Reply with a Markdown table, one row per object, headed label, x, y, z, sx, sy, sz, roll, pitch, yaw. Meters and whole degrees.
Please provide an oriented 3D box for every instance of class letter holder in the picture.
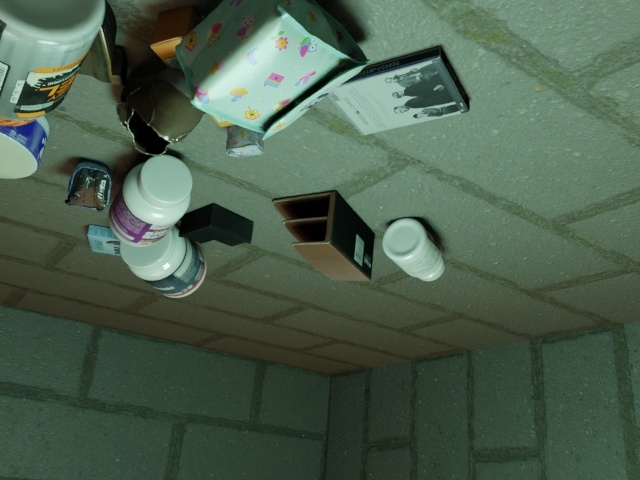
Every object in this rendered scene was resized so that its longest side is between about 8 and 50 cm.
| label | x | y | z | sx | sy | sz | roll | pitch | yaw |
| --- | --- | --- | --- | --- | --- | --- | --- | --- | --- |
| letter holder | 0.000 | 0.000 | 1.755 | 0.214 | 0.152 | 0.302 | -4 | 156 | 25 |

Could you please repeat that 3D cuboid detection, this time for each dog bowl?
| label | x | y | z | sx | sy | sz | roll | pitch | yaw |
| --- | --- | --- | --- | --- | --- | --- | --- | --- | --- |
| dog bowl | -0.759 | -0.245 | 1.380 | 0.264 | 0.104 | 0.265 | 4 | 158 | 2 |

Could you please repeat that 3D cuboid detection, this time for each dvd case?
| label | x | y | z | sx | sy | sz | roll | pitch | yaw |
| --- | --- | --- | --- | --- | --- | --- | --- | --- | --- |
| dvd case | 0.149 | -0.282 | 1.201 | 0.238 | 0.030 | 0.179 | -7 | 155 | 28 |

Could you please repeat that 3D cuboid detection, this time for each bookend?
| label | x | y | z | sx | sy | sz | roll | pitch | yaw |
| --- | --- | --- | --- | --- | --- | --- | --- | --- | --- |
| bookend | -0.310 | -0.034 | 1.835 | 0.156 | 0.072 | 0.157 | -15 | 151 | 41 |

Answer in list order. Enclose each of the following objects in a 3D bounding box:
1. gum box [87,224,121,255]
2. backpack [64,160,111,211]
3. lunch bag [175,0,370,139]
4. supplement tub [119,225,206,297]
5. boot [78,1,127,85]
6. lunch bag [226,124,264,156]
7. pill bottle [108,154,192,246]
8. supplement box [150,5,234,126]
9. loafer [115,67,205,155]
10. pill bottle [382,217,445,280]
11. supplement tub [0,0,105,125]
| label | x | y | z | sx | sy | sz | roll | pitch | yaw |
| --- | --- | --- | --- | --- | --- | --- | --- | --- | --- |
| gum box | -0.670 | 0.008 | 2.051 | 0.184 | 0.041 | 0.157 | 10 | 157 | -10 |
| backpack | -0.594 | -0.147 | 1.591 | 0.105 | 0.084 | 0.114 | 12 | 116 | -21 |
| lunch bag | -0.067 | -0.290 | 1.025 | 0.223 | 0.160 | 0.262 | -34 | 150 | 26 |
| supplement tub | -0.488 | 0.054 | 1.929 | 0.191 | 0.191 | 0.272 | 0 | 157 | 13 |
| boot | -0.415 | -0.348 | 1.090 | 0.106 | 0.082 | 0.219 | 4 | 159 | -6 |
| lunch bag | -0.167 | -0.224 | 1.351 | 0.083 | 0.071 | 0.053 | -6 | 159 | 19 |
| pill bottle | -0.431 | -0.101 | 1.573 | 0.169 | 0.169 | 0.301 | 15 | 156 | -24 |
| supplement box | -0.208 | -0.310 | 1.127 | 0.080 | 0.078 | 0.233 | -7 | 151 | 20 |
| loafer | -0.329 | -0.234 | 1.169 | 0.134 | 0.130 | 0.366 | 37 | 166 | -24 |
| pill bottle | 0.283 | 0.035 | 1.802 | 0.131 | 0.131 | 0.229 | -8 | 154 | 28 |
| supplement tub | -0.479 | -0.319 | 0.981 | 0.193 | 0.194 | 0.316 | 18 | 154 | -30 |
